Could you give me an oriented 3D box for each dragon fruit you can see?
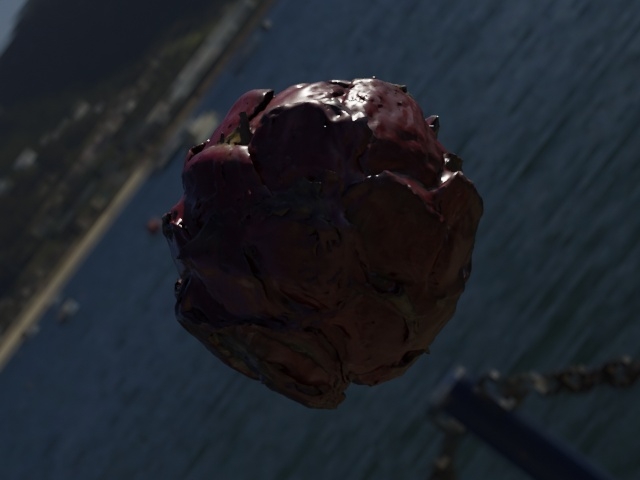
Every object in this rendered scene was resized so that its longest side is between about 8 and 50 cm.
[{"bbox_3d":[-0.003,0.000,1.871,0.329,0.329,0.329,-52,6,7],"label":"dragon fruit"}]
